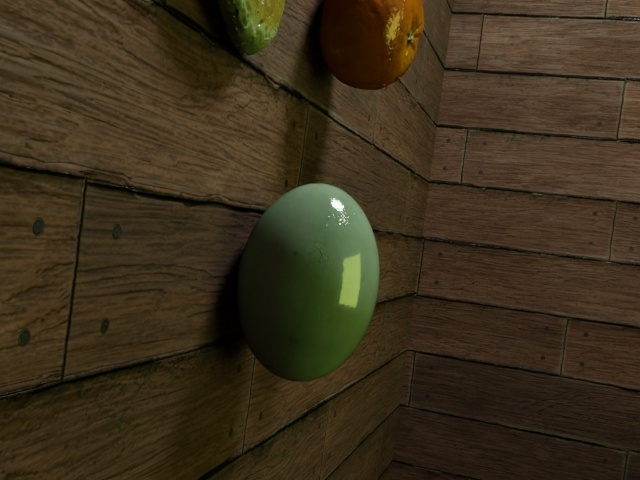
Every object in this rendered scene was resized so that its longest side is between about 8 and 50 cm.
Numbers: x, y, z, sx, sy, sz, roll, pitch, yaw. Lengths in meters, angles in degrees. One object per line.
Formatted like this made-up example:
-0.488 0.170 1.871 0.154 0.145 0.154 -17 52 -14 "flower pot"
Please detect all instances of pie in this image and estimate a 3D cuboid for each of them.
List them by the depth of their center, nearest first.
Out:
-0.123 -0.480 1.245 0.323 0.071 0.323 4 90 -74 "pie"

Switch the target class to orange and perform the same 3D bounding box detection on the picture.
0.116 -0.495 1.726 0.284 0.226 0.283 16 90 -73 "orange"

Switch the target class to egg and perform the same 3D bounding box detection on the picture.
-0.024 0.080 1.446 0.276 0.276 0.388 23 77 -72 "egg"
